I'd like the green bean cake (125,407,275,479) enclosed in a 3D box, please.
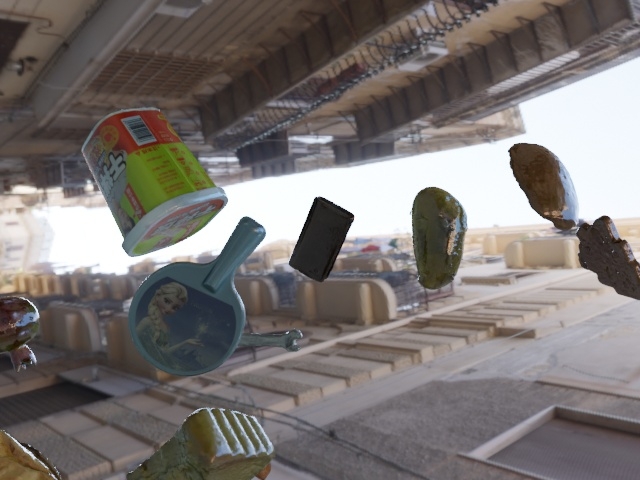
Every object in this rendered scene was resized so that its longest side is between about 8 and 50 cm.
[{"bbox_3d":[-0.229,0.417,1.087,0.236,0.233,0.124,-45,-122,9],"label":"green bean cake"}]

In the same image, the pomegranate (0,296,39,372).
[{"bbox_3d":[-0.647,0.193,1.219,0.129,0.130,0.159,-20,-110,48],"label":"pomegranate"}]

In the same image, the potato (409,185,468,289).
[{"bbox_3d":[0.212,-0.003,1.072,0.085,0.105,0.187,-130,-136,-85],"label":"potato"}]

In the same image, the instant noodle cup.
[{"bbox_3d":[-0.437,-0.160,1.525,0.294,0.294,0.307,-40,-101,44],"label":"instant noodle cup"}]

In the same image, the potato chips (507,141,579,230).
[{"bbox_3d":[0.420,-0.108,1.093,0.049,0.150,0.201,126,-23,-49],"label":"potato chips"}]

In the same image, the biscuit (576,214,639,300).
[{"bbox_3d":[0.395,0.028,0.802,0.129,0.019,0.119,60,-9,31],"label":"biscuit"}]

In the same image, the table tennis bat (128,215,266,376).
[{"bbox_3d":[-0.149,0.071,0.770,0.149,0.038,0.237,37,-83,-3],"label":"table tennis bat"}]

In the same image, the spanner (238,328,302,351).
[{"bbox_3d":[-0.189,0.278,1.649,0.302,0.017,0.071,-1,-97,21],"label":"spanner"}]

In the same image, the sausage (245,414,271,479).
[{"bbox_3d":[-0.159,0.501,1.443,0.062,0.054,0.183,-13,-83,34],"label":"sausage"}]

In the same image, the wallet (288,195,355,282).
[{"bbox_3d":[0.000,0.000,1.426,0.110,0.031,0.197,29,-63,10],"label":"wallet"}]

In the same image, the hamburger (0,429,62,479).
[{"bbox_3d":[-0.398,0.332,0.752,0.262,0.131,0.124,31,-53,31],"label":"hamburger"}]
